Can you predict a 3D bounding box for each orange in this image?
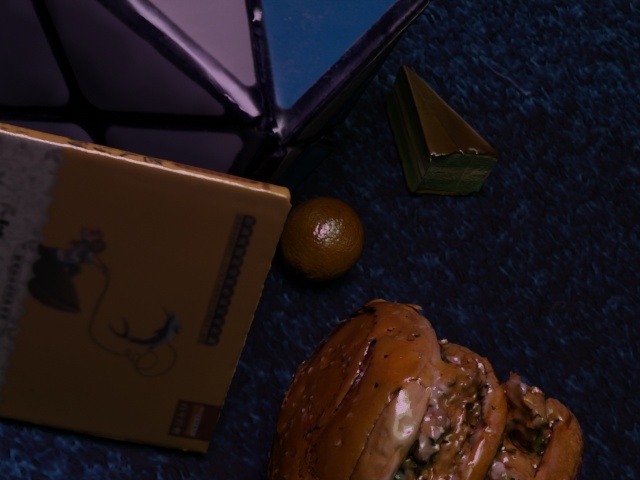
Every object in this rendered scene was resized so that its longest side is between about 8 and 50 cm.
[{"bbox_3d":[0.000,0.000,1.821,0.085,0.085,0.085,10,56,-15],"label":"orange"}]

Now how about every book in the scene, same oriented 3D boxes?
[{"bbox_3d":[-0.243,0.030,1.598,0.389,0.269,0.032,12,28,-13],"label":"book"}]

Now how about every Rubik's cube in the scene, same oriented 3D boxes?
[{"bbox_3d":[-0.110,-0.185,1.747,0.310,0.307,0.305,41,51,5],"label":"Rubik's cube"}]

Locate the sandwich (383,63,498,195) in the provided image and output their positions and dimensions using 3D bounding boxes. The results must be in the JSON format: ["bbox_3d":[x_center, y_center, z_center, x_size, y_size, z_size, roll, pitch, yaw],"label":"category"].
[{"bbox_3d":[0.118,-0.110,1.936,0.074,0.074,0.116,-3,59,-21],"label":"sandwich"}]

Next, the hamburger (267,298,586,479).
[{"bbox_3d":[0.073,0.189,1.640,0.211,0.260,0.245,35,95,-16],"label":"hamburger"}]
